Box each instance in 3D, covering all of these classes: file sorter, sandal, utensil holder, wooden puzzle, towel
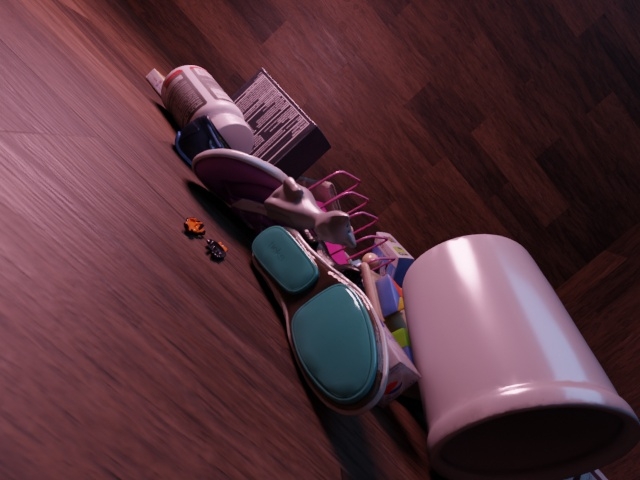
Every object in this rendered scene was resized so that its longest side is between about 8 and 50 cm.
[{"bbox_3d":[0.074,-0.033,1.211,0.202,0.182,0.291,6,59,-63],"label":"file sorter"},{"bbox_3d":[-0.110,-0.054,0.913,0.416,0.169,0.102,40,42,-45],"label":"sandal"},{"bbox_3d":[0.341,0.221,0.805,0.327,0.327,0.385,44,28,-33],"label":"utensil holder"},{"bbox_3d":[0.239,0.240,1.036,0.348,0.080,0.322,36,34,-40],"label":"wooden puzzle"},{"bbox_3d":[-0.015,-0.120,1.481,0.187,0.049,0.282,15,-32,26],"label":"towel"}]

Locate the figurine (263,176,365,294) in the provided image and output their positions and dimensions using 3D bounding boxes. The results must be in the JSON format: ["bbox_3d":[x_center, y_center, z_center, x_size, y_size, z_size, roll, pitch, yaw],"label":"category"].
[{"bbox_3d":[0.000,0.000,0.801,0.209,0.092,0.215,30,-34,41],"label":"figurine"}]

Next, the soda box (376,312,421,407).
[{"bbox_3d":[0.074,0.180,0.820,0.091,0.098,0.286,42,9,-40],"label":"soda box"}]

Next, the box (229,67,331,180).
[{"bbox_3d":[-0.179,-0.329,1.327,0.294,0.296,0.183,51,7,20],"label":"box"}]

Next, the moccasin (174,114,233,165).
[{"bbox_3d":[-0.191,-0.156,0.995,0.342,0.117,0.138,42,9,-40],"label":"moccasin"}]

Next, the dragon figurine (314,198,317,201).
[{"bbox_3d":[-0.083,-0.075,1.353,0.085,0.144,0.289,45,26,-32],"label":"dragon figurine"}]

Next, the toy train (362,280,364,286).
[{"bbox_3d":[0.225,0.261,1.231,0.334,0.142,0.190,49,19,-16],"label":"toy train"}]

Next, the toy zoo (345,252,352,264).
[{"bbox_3d":[0.092,0.061,1.951,0.192,0.030,0.293,46,6,-17],"label":"toy zoo"}]

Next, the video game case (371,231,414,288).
[{"bbox_3d":[0.225,0.136,1.427,0.061,0.269,0.244,8,19,-12],"label":"video game case"}]

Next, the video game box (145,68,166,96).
[{"bbox_3d":[-0.445,-0.438,1.328,0.187,0.048,0.205,47,6,19],"label":"video game box"}]

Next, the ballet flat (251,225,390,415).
[{"bbox_3d":[0.003,0.115,0.665,0.139,0.139,0.400,42,6,-42],"label":"ballet flat"}]

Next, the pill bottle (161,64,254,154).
[{"bbox_3d":[-0.308,-0.336,1.109,0.283,0.161,0.161,52,8,28],"label":"pill bottle"}]

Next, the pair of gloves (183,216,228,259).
[{"bbox_3d":[-0.179,-0.004,0.637,0.083,0.010,0.074,50,5,-8],"label":"pair of gloves"}]

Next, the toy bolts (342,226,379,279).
[{"bbox_3d":[0.089,0.054,1.393,0.228,0.158,0.218,48,6,1],"label":"toy bolts"}]

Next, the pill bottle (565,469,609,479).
[{"bbox_3d":[0.521,0.560,0.925,0.392,0.224,0.224,48,6,-5],"label":"pill bottle"}]
